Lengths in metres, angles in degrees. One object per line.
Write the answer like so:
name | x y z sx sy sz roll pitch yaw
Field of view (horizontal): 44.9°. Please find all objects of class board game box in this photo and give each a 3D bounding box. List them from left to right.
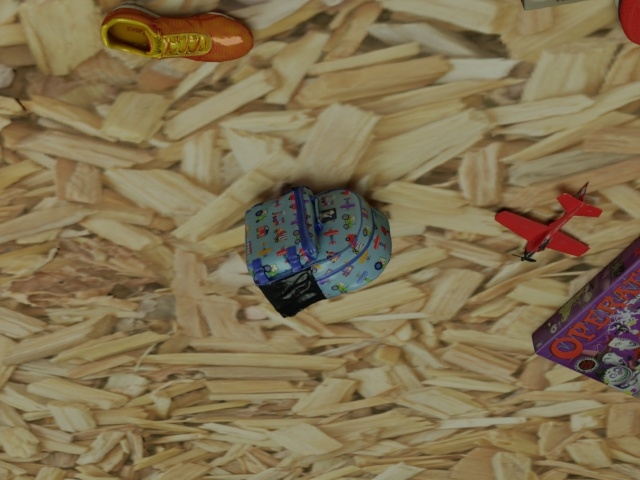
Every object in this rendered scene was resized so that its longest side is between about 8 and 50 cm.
board game box | 0.498 0.090 1.122 0.208 0.056 0.347 26 129 -11

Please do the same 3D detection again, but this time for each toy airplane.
toy airplane | 0.320 -0.018 1.054 0.151 0.028 0.151 2 132 2

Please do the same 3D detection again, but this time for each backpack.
backpack | 0.000 0.000 1.015 0.173 0.158 0.117 -19 134 17

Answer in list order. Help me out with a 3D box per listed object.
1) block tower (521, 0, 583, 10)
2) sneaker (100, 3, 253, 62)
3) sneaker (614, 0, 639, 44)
block tower | 0.213 -0.389 0.699 0.090 0.097 0.336 -7 128 11
sneaker | -0.164 -0.228 0.891 0.175 0.067 0.064 3 130 0
sneaker | 0.386 -0.256 0.736 0.107 0.118 0.279 15 159 -16
